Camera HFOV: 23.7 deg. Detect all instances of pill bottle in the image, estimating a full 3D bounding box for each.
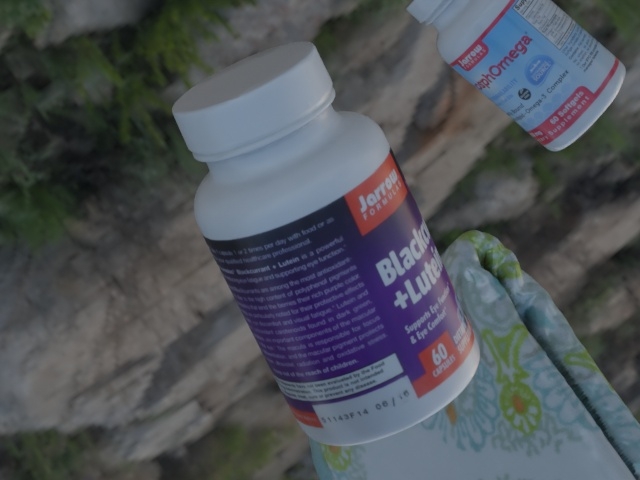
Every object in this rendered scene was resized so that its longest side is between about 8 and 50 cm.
[{"bbox_3d":[0.000,0.000,0.793,0.108,0.108,0.193,-31,110,-14],"label":"pill bottle"},{"bbox_3d":[0.146,-0.148,1.153,0.087,0.160,0.087,-50,-174,7],"label":"pill bottle"}]

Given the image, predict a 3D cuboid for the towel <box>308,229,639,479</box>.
[{"bbox_3d":[0.157,0.224,1.273,0.090,0.374,0.320,-16,154,-40],"label":"towel"}]
